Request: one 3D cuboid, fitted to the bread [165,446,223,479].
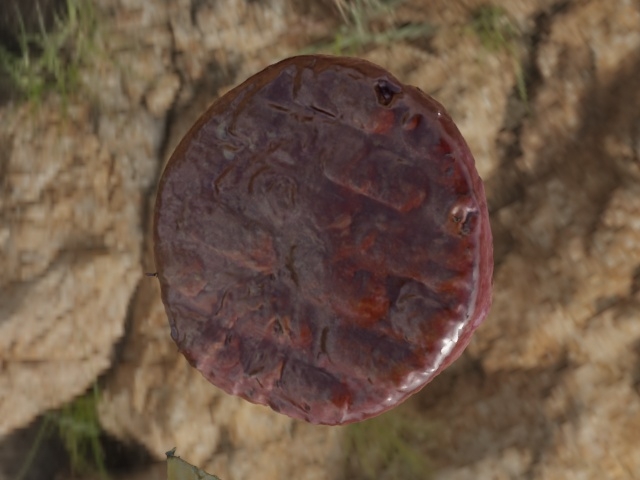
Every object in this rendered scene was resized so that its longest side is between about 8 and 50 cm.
[{"bbox_3d":[-0.030,0.184,0.781,0.134,0.085,0.173,18,77,3],"label":"bread"}]

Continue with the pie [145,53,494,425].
[{"bbox_3d":[0.000,0.000,0.959,0.182,0.049,0.182,1,93,21],"label":"pie"}]
